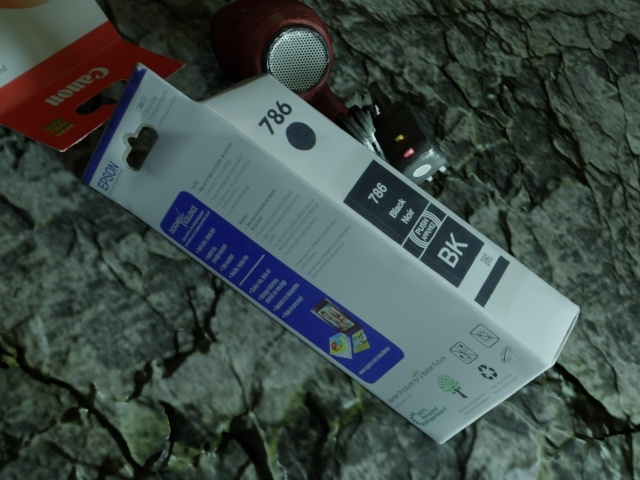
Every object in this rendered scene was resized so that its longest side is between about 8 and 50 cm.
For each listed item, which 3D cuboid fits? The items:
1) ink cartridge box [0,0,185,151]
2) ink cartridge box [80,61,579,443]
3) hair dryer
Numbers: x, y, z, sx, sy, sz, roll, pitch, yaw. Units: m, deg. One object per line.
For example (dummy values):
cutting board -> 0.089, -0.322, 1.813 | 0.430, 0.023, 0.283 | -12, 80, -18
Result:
ink cartridge box -> -0.208, -0.141, 0.973 | 0.179, 0.045, 0.145 | 23, 42, 22
ink cartridge box -> 0.000, 0.000, 0.954 | 0.333, 0.165, 0.065 | 36, 56, -4
hair dryer -> -0.005, -0.092, 1.055 | 0.080, 0.223, 0.293 | -35, 63, -9
